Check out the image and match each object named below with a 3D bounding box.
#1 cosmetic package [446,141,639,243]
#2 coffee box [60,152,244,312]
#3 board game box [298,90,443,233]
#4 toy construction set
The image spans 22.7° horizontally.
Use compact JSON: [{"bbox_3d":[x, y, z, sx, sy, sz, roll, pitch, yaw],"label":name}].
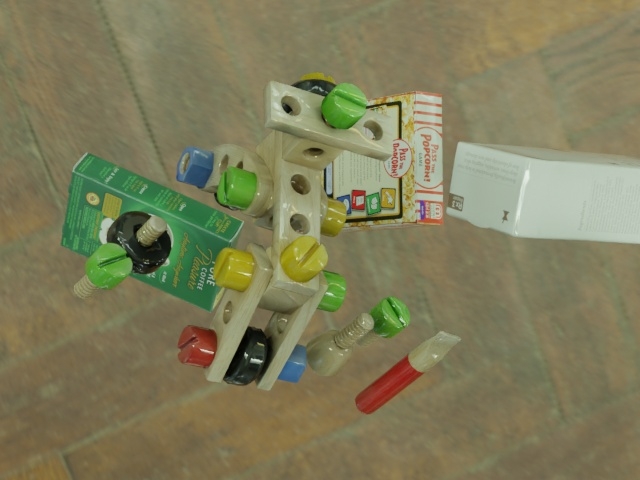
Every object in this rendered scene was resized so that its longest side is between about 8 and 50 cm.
[{"bbox_3d":[0.257,-0.048,1.632,0.231,0.117,0.085,4,99,-34],"label":"cosmetic package"},{"bbox_3d":[-0.178,-0.007,1.668,0.184,0.040,0.113,23,132,7],"label":"coffee box"},{"bbox_3d":[0.054,-0.084,1.799,0.045,0.193,0.147,3,86,-42],"label":"board game box"},{"bbox_3d":[0.000,0.000,1.407,0.309,0.257,0.237,38,132,-11],"label":"toy construction set"}]
